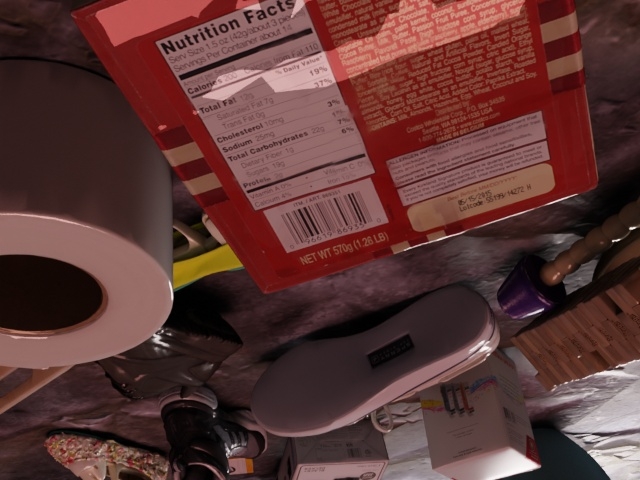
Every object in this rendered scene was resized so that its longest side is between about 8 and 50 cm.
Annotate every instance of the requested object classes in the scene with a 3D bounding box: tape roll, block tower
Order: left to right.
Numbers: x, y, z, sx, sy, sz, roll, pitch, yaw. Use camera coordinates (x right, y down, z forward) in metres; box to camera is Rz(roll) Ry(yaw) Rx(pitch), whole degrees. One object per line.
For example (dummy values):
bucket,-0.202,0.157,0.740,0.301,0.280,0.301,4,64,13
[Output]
tape roll,-0.256,-0.016,0.692,0.246,0.169,0.246,-6,145,-4
block tower,0.349,0.101,0.951,0.091,0.097,0.335,-36,169,-19

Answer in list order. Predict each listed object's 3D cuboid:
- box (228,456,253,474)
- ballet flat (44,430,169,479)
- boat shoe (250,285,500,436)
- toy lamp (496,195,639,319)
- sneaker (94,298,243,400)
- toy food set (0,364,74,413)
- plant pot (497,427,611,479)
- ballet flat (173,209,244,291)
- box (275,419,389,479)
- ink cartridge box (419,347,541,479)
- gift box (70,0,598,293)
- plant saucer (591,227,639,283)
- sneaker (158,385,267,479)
box,-0.193,0.410,1.422,0.136,0.028,0.081,-2,144,-4
ballet flat,-0.355,0.383,1.308,0.091,0.077,0.241,-33,137,31
boat shoe,0.086,0.189,1.098,0.367,0.136,0.156,-29,144,11
toy lamp,0.323,0.010,0.926,0.080,0.080,0.274,16,139,-31
sneaker,-0.220,0.125,0.898,0.286,0.109,0.130,27,102,-44
toy food set,-0.451,0.130,0.825,0.219,0.092,0.306,-32,146,22
plant pot,0.431,0.485,1.509,0.290,0.195,0.290,-6,145,-4
ballet flat,-0.122,-0.001,0.829,0.231,0.077,0.077,-21,126,21
box,0.006,0.452,1.422,0.169,0.087,0.290,1,132,-14
ink cartridge box,0.238,0.263,1.178,0.127,0.176,0.128,-25,141,26
gift box,0.010,-0.139,0.493,0.255,0.258,0.276,-14,137,8
plant saucer,0.488,0.017,1.003,0.277,0.041,0.278,-5,144,-4
sneaker,-0.166,0.340,1.219,0.101,0.153,0.268,-20,143,17
